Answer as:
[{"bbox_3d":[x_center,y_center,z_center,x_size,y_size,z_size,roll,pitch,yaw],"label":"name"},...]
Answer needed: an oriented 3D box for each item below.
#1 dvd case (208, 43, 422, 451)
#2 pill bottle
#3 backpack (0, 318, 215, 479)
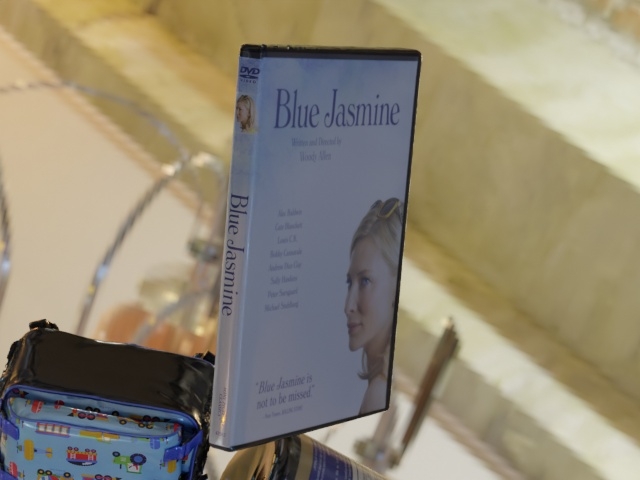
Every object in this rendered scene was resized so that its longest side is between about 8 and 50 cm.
[{"bbox_3d":[0.000,0.000,1.201,0.022,0.253,0.180,11,-170,35],"label":"dvd case"},{"bbox_3d":[0.027,0.242,1.458,0.219,0.123,0.123,31,-154,-17],"label":"pill bottle"},{"bbox_3d":[-0.159,0.161,1.336,0.158,0.173,0.117,12,-145,-2],"label":"backpack"}]
